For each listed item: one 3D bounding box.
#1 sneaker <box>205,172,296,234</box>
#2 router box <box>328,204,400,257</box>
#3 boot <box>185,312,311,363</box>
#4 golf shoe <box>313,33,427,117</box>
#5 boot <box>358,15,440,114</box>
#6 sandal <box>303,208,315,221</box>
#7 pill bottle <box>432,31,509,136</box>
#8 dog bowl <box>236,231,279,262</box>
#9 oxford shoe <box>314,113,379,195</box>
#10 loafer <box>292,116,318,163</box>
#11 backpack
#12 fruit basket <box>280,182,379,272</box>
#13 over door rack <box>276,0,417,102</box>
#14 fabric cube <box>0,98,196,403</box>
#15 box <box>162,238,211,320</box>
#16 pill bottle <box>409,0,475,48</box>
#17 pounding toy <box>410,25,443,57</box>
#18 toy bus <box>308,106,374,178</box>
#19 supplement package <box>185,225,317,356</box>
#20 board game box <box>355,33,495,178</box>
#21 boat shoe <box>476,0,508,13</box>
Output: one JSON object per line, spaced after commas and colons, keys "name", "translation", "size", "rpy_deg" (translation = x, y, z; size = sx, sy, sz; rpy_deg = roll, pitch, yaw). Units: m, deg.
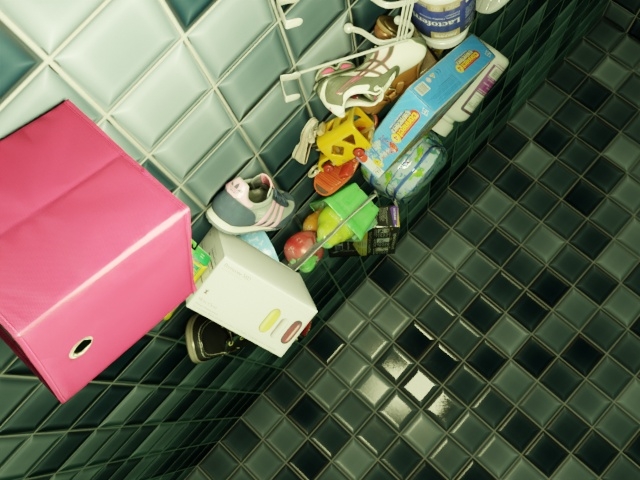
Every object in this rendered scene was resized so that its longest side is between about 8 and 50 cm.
{"name": "sneaker", "translation": [-0.128, -0.097, 1.557], "size": [0.131, 0.112, 0.319], "rpy_deg": [-53, 166, 24]}
{"name": "router box", "translation": [0.141, -0.026, 2.287], "size": [0.243, 0.080, 0.309], "rpy_deg": [-3, 162, 2]}
{"name": "boot", "translation": [-0.198, 0.249, 1.900], "size": [0.284, 0.138, 0.377], "rpy_deg": [-11, 176, 13]}
{"name": "golf shoe", "translation": [0.123, -0.356, 1.461], "size": [0.273, 0.120, 0.105], "rpy_deg": [-24, 157, -6]}
{"name": "boot", "translation": [0.149, -0.416, 1.620], "size": [0.220, 0.109, 0.283], "rpy_deg": [-37, 162, 23]}
{"name": "sandal", "translation": [-0.022, -0.046, 2.126], "size": [0.067, 0.040, 0.179], "rpy_deg": [-46, 165, -10]}
{"name": "pill bottle", "translation": [0.436, -0.484, 2.094], "size": [0.301, 0.169, 0.169], "rpy_deg": [-54, 164, 19]}
{"name": "dog bowl", "translation": [-0.167, 0.085, 1.766], "size": [0.074, 0.166, 0.297], "rpy_deg": [-25, 145, -17]}
{"name": "oxford shoe", "translation": [0.081, -0.239, 1.844], "size": [0.271, 0.097, 0.098], "rpy_deg": [-53, 171, 16]}
{"name": "loafer", "translation": [-0.029, -0.241, 1.620], "size": [0.045, 0.039, 0.125], "rpy_deg": [-31, 157, -48]}
{"name": "backpack", "translation": [0.262, -0.252, 2.094], "size": [0.290, 0.273, 0.355], "rpy_deg": [-44, 154, 8]}
{"name": "fruit basket", "translation": [0.000, 0.000, 1.913], "size": [0.353, 0.165, 0.327], "rpy_deg": [-50, -170, -9]}
{"name": "over door rack", "translation": [0.047, -0.434, 1.270], "size": [0.324, 0.108, 0.239], "rpy_deg": [-30, 160, -13]}
{"name": "fabric cube", "translation": [-0.353, 0.020, 0.920], "size": [0.258, 0.259, 0.254], "rpy_deg": [-41, 162, -27]}
{"name": "box", "translation": [-0.324, 0.074, 1.438], "size": [0.179, 0.105, 0.043], "rpy_deg": [-52, 165, 9]}
{"name": "pill bottle", "translation": [0.276, -0.548, 1.506], "size": [0.153, 0.153, 0.265], "rpy_deg": [-49, 165, 1]}
{"name": "pounding toy", "translation": [0.286, -0.501, 1.754], "size": [0.130, 0.100, 0.141], "rpy_deg": [-30, 157, -51]}
{"name": "toy bus", "translation": [0.036, -0.250, 1.653], "size": [0.104, 0.191, 0.202], "rpy_deg": [42, 85, -31]}
{"name": "supplement package", "translation": [-0.168, 0.113, 1.546], "size": [0.145, 0.262, 0.204], "rpy_deg": [-53, -155, 10]}
{"name": "board game box", "translation": [0.264, -0.337, 1.694], "size": [0.308, 0.086, 0.302], "rpy_deg": [-44, 176, -33]}
{"name": "boat shoe", "translation": [0.528, -0.756, 1.765], "size": [0.119, 0.121, 0.335], "rpy_deg": [-18, 144, -55]}
